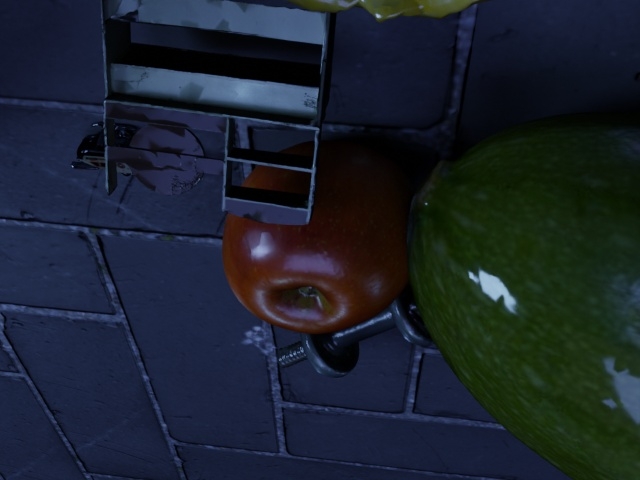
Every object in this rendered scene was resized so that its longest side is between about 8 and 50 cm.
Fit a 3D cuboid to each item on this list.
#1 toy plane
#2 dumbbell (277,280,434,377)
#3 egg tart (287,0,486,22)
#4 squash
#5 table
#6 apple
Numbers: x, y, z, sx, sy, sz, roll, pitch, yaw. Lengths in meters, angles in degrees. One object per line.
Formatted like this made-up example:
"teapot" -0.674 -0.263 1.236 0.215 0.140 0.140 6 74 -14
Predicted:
"toy plane" -0.158 -0.070 0.703 0.121 0.031 0.049 6 148 7
"dumbbell" 0.050 0.079 0.812 0.254 0.081 0.082 -27 130 36
"egg tart" 0.025 -0.193 0.345 0.346 0.132 0.345 14 164 4
"squash" 0.204 0.057 0.579 0.309 0.310 0.310 13 143 -3
"table" -0.067 -0.108 0.560 0.146 0.062 0.175 8 120 3
"apple" 0.000 0.000 0.665 0.164 0.139 0.163 13 138 12
